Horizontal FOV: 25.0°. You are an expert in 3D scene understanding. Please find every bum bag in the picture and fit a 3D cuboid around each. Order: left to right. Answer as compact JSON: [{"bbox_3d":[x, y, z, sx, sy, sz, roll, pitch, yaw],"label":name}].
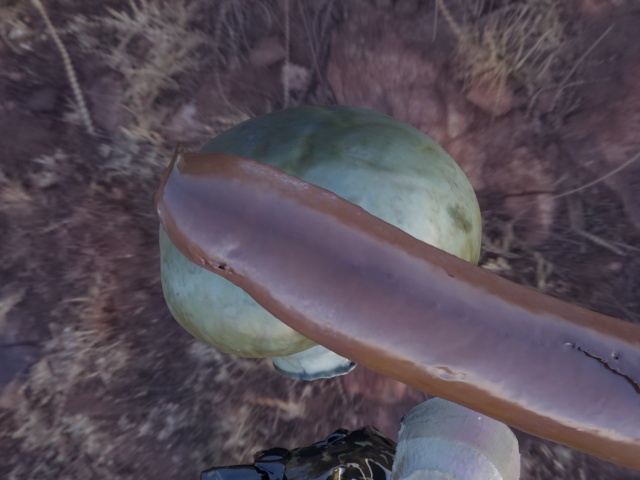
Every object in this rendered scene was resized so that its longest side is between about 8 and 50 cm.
[{"bbox_3d":[0.005,0.209,1.238,0.248,0.102,0.069,-4,104,-39],"label":"bum bag"}]

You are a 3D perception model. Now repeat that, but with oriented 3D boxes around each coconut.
[{"bbox_3d":[0.104,0.178,1.152,0.110,0.124,0.110,6,114,14],"label":"coconut"}]

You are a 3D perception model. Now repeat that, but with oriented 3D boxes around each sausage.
[{"bbox_3d":[0.038,0.021,0.387,0.176,0.040,0.047,22,50,-7],"label":"sausage"}]

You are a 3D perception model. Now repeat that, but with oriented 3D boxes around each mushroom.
[{"bbox_3d":[0.000,0.000,1.498,0.352,0.352,0.260,-11,111,2],"label":"mushroom"}]
